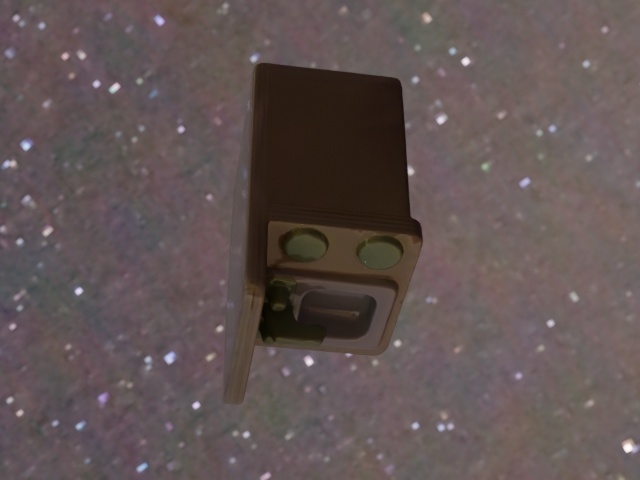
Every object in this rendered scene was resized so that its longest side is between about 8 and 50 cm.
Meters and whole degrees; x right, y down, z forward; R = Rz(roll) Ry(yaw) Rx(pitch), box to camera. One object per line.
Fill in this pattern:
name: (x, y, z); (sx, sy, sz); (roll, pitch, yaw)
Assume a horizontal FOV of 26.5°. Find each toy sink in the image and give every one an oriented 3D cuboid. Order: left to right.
toy sink: (0.000, 0.000, 1.055); (0.131, 0.153, 0.234); (6, -133, -6)
